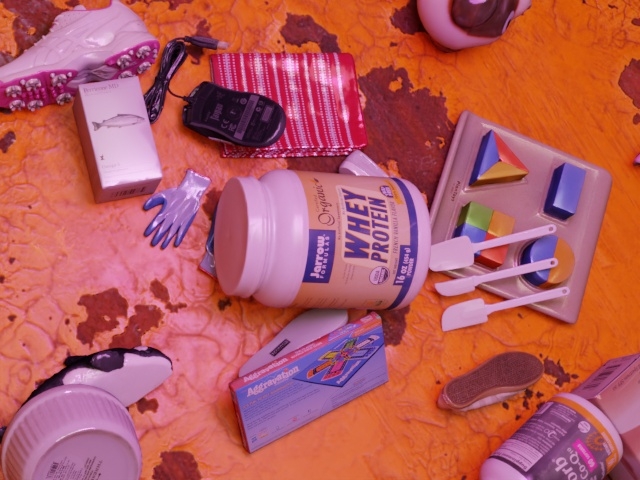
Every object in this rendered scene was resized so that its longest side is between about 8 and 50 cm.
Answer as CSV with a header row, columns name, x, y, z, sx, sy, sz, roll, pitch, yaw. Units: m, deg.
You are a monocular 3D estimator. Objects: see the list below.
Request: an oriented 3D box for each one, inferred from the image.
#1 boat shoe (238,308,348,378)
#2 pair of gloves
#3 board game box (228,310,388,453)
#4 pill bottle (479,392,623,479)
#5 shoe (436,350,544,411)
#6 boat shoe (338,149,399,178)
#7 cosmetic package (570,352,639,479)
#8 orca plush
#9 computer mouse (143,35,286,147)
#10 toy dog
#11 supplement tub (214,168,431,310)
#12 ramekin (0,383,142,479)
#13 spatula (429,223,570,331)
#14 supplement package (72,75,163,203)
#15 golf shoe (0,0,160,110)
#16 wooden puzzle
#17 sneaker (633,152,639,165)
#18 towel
name,x,y,z,sx,sy,sz,roll,pitch,yaw
boat shoe,-0.040,0.191,1.803,0.219,0.078,0.070,-35,131,-16
pair of gloves,-0.203,-0.031,1.825,0.198,0.023,0.159,32,70,-9
board game box,-0.014,0.236,1.776,0.281,0.027,0.145,-24,128,-22
pill bottle,0.376,0.404,1.836,0.278,0.162,0.162,-38,91,-22
shoe,0.303,0.255,1.909,0.219,0.058,0.076,-14,62,-24
boat shoe,0.118,-0.093,1.926,0.184,0.066,0.063,36,65,0
cosmetic package,0.595,0.368,1.933,0.153,0.129,0.296,-36,91,-23
orca plush,-0.384,0.234,1.690,0.287,0.102,0.151,-35,134,-12
computer mouse,-0.170,-0.255,1.847,0.262,0.060,0.184,13,75,11
toy dog,0.246,-0.556,1.959,0.395,0.284,0.408,-19,86,-20
supplement tub,0.000,0.000,1.764,0.316,0.228,0.228,2,77,-22
ramekin,-0.365,0.331,1.593,0.207,0.109,0.207,-10,113,-24
spatula,0.320,0.059,1.909,0.242,0.019,0.168,-14,101,-1
supplement package,-0.338,-0.166,1.768,0.105,0.105,0.179,-13,81,-20
golf shoe,-0.428,-0.312,1.782,0.306,0.115,0.140,-23,75,-28
wooden puzzle,0.380,-0.049,1.987,0.348,0.080,0.322,23,71,-12
sneaker,0.724,-0.053,2.100,0.131,0.112,0.319,-22,82,-4
towel,-0.055,-0.247,1.920,0.275,0.031,0.199,-4,78,-18
